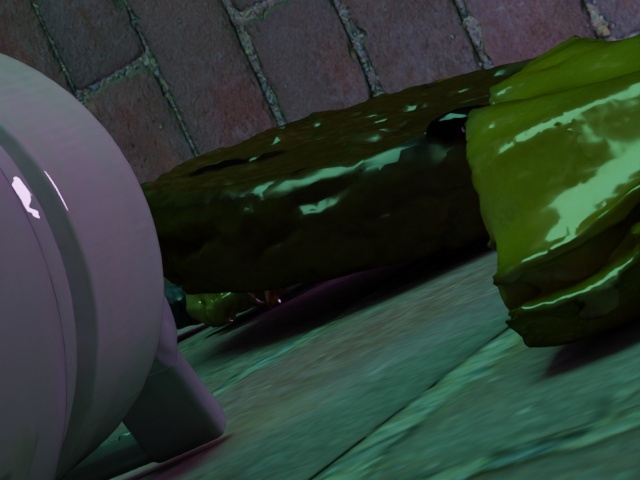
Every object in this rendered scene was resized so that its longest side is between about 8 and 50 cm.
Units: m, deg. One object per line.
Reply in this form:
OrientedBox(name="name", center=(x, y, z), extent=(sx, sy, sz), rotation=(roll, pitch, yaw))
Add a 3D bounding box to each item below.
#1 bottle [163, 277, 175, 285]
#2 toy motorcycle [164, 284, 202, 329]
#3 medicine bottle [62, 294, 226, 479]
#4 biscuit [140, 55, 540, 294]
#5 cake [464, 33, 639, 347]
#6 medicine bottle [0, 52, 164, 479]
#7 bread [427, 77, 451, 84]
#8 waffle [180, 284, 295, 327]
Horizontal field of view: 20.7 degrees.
OrientedBox(name="bottle", center=(-0.216, 0.055, 1.326), extent=(0.104, 0.104, 0.245), rotation=(-22, 3, 42))
OrientedBox(name="toy motorcycle", center=(-0.210, 0.056, 1.109), extent=(0.239, 0.108, 0.204), rotation=(-19, -3, 24))
OrientedBox(name="medicine bottle", center=(-0.145, 0.070, 0.569), extent=(0.221, 0.092, 0.061), rotation=(-20, 37, 14))
OrientedBox(name="biscuit", center=(0.038, -0.033, 0.906), extent=(0.296, 0.075, 0.296), rotation=(-15, 8, 2))
OrientedBox(name="cake", center=(0.101, -0.033, 0.483), extent=(0.116, 0.079, 0.185), rotation=(-26, -3, 23))
OrientedBox(name="medicine bottle", center=(-0.151, 0.035, 0.369), extent=(0.170, 0.170, 0.293), rotation=(-24, 4, 22))
OrientedBox(name="bread", center=(0.014, -0.040, 1.299), extent=(0.269, 0.098, 0.087), rotation=(-27, -38, -34))
OrientedBox(name="waffle", center=(0.000, 0.000, 1.067), extent=(0.161, 0.046, 0.192), rotation=(-20, 6, 20))
